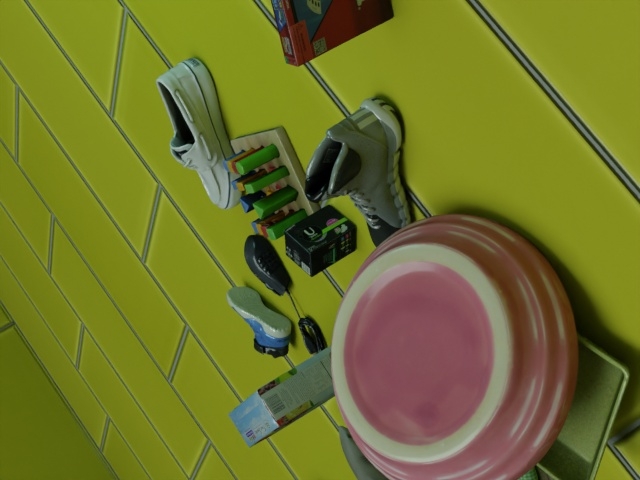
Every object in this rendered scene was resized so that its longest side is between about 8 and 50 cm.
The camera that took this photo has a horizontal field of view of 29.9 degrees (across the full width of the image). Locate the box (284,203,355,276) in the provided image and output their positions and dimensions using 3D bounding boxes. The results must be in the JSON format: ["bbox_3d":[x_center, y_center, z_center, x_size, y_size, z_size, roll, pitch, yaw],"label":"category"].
[{"bbox_3d":[0.000,0.000,1.692,0.062,0.083,0.052,40,149,34],"label":"box"}]

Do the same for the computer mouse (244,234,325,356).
[{"bbox_3d":[-0.061,0.100,1.955,0.242,0.041,0.071,59,153,-1],"label":"computer mouse"}]

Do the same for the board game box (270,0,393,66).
[{"bbox_3d":[-0.006,-0.342,1.278,0.027,0.145,0.281,24,137,47],"label":"board game box"}]

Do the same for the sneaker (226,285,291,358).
[{"bbox_3d":[-0.108,0.146,2.066,0.152,0.058,0.084,32,135,33],"label":"sneaker"}]

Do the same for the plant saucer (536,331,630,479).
[{"bbox_3d":[0.272,0.171,1.387,0.188,0.045,0.188,37,129,38],"label":"plant saucer"}]

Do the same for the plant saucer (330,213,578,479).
[{"bbox_3d":[0.132,0.130,1.383,0.332,0.084,0.332,-7,78,39],"label":"plant saucer"}]

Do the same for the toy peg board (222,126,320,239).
[{"bbox_3d":[-0.089,-0.073,1.782,0.161,0.079,0.161,-3,114,61],"label":"toy peg board"}]

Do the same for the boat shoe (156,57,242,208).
[{"bbox_3d":[-0.197,-0.155,1.881,0.095,0.084,0.258,21,135,52],"label":"boat shoe"}]

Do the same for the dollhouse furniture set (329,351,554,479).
[{"bbox_3d":[0.170,0.254,1.574,0.198,0.151,0.301,8,124,58],"label":"dollhouse furniture set"}]

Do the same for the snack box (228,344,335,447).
[{"bbox_3d":[-0.020,0.222,1.816,0.070,0.207,0.174,57,155,7],"label":"snack box"}]

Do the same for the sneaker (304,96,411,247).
[{"bbox_3d":[0.037,-0.061,1.506,0.086,0.132,0.228,33,143,43],"label":"sneaker"}]

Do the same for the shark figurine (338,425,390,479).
[{"bbox_3d":[0.108,0.396,1.884,0.278,0.116,0.166,3,121,62],"label":"shark figurine"}]
